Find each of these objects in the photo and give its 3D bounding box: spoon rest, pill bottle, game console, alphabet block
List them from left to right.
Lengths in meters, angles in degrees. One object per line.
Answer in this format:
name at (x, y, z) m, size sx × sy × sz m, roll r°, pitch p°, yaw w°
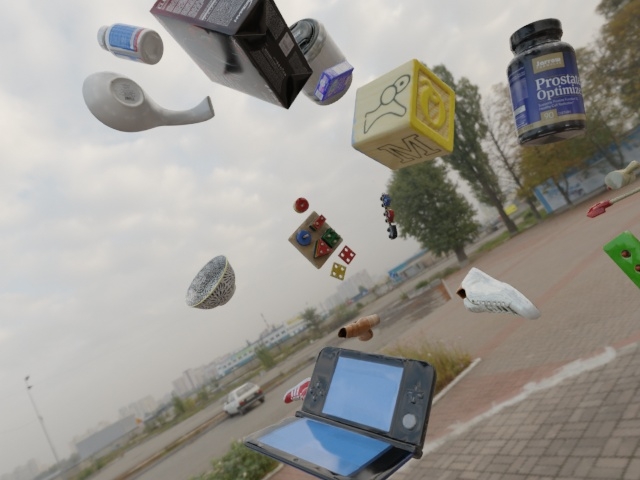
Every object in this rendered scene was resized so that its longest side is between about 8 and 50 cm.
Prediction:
pill bottle at (-0.704, -0.729, 1.515) m, size 0.124 × 0.222 × 0.124 m, roll 19°, pitch -90°, yaw -74°
spoon rest at (-0.378, -0.298, 0.917) m, size 0.276 × 0.137 × 0.084 m, roll -7°, pitch -13°, yaw -45°
game console at (0.039, 0.314, 0.789) m, size 0.293 × 0.250 × 0.173 m, roll -3°, pitch -33°, yaw 40°
alphabet block at (0.221, -0.323, 1.098) m, size 0.193 × 0.192 × 0.197 m, roll 16°, pitch -16°, yaw -39°
pill bottle at (0.438, -0.307, 0.811) m, size 0.123 × 0.219 × 0.123 m, roll -9°, pitch -2°, yaw 0°

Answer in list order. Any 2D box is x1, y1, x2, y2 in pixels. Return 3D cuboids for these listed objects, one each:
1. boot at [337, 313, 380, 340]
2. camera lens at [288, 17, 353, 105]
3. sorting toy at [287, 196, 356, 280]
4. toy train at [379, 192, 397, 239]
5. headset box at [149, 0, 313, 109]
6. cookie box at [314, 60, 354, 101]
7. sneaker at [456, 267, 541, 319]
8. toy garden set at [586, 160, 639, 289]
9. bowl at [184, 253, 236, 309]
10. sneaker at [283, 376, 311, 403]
boot at (0.136, 0.359, 1.618) m, size 0.152 × 0.073 × 0.197 m, roll -15°, pitch -34°, yaw -25°
camera lens at (-0.025, -0.681, 1.580) m, size 0.219 × 0.219 × 0.274 m, roll -33°, pitch -36°, yaw 18°
sorting toy at (0.000, 0.000, 1.241) m, size 0.132 × 0.274 × 0.046 m, roll -49°, pitch 10°, yaw -27°
toy train at (0.220, -0.081, 1.317) m, size 0.027 × 0.158 × 0.036 m, roll -7°, pitch -11°, yaw -23°
headset box at (-0.191, -0.418, 0.864) m, size 0.110 × 0.293 × 0.218 m, roll -58°, pitch -28°, yaw -6°
cookie box at (0.041, -0.481, 1.242) m, size 0.107 × 0.040 × 0.092 m, roll -38°, pitch -9°, yaw -32°
sneaker at (0.497, 0.180, 1.175) m, size 0.123 × 0.106 × 0.290 m, roll -49°, pitch 17°, yaw 1°
toy garden set at (0.489, -0.060, 0.549) m, size 0.049 × 0.203 × 0.244 m, roll -14°, pitch -29°, yaw -28°
bowl at (-0.286, 0.128, 1.130) m, size 0.170 × 0.080 × 0.170 m, roll -32°, pitch 34°, yaw 25°
sneaker at (-0.061, 0.471, 1.234) m, size 0.118 × 0.067 × 0.042 m, roll -42°, pitch -50°, yaw 13°
